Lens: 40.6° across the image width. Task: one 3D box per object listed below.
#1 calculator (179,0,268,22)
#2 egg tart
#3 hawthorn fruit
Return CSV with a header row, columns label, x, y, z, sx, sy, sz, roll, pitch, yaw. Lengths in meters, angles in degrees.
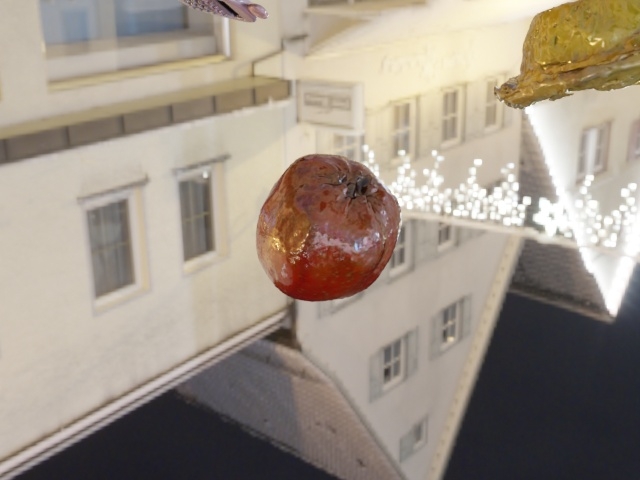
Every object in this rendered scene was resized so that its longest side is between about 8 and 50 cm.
label,x,y,z,sx,sy,sz,roll,pitch,yaw
calculator,-0.152,-0.361,1.309,0.166,0.024,0.103,16,177,22
egg tart,0.336,-0.230,1.002,0.288,0.118,0.288,-19,-172,3
hawthorn fruit,0.000,0.000,1.234,0.205,0.253,0.205,15,-135,-15
